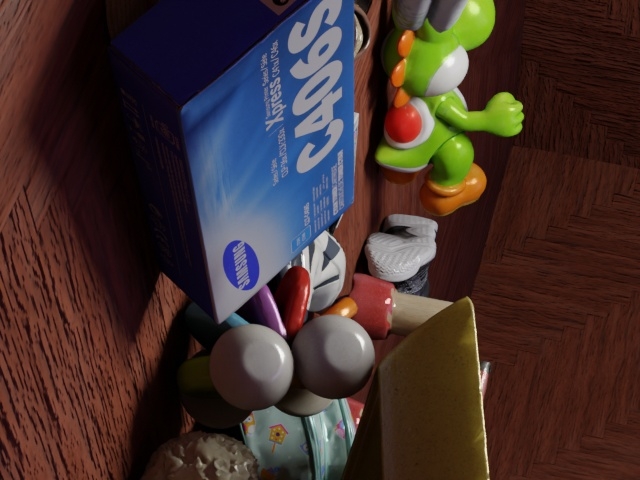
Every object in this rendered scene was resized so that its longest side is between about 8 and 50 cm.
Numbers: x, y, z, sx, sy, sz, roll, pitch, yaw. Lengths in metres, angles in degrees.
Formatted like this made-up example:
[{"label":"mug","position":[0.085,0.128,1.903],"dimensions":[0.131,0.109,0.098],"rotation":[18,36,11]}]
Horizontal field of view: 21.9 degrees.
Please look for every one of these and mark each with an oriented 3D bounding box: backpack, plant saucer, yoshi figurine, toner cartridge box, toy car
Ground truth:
[{"label":"backpack","position":[-0.036,0.203,1.667],"dimensions":[0.188,0.144,0.166],"rotation":[76,-1,-46]},{"label":"plant saucer","position":[0.070,0.269,1.453],"dimensions":[0.333,0.081,0.333],"rotation":[105,-12,-48]},{"label":"yoshi figurine","position":[0.172,-0.222,2.262],"dimensions":[0.362,0.203,0.203],"rotation":[86,3,-49]},{"label":"toner cartridge box","position":[-0.055,-0.080,1.237],"dimensions":[0.165,0.075,0.348],"rotation":[-41,160,-17]},{"label":"toy car","position":[-0.045,0.089,1.485],"dimensions":[0.159,0.182,0.136],"rotation":[142,-60,-66]}]

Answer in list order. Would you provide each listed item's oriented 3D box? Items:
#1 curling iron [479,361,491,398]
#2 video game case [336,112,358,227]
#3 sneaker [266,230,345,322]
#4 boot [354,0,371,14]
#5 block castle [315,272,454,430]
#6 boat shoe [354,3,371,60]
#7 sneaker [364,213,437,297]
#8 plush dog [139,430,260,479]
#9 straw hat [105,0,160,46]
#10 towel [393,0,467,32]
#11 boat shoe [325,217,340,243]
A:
[{"label":"curling iron","position":[0.168,0.259,1.965],"dimensions":[0.068,0.035,0.274],"rotation":[91,12,-55]},{"label":"video game case","position":[0.030,-0.089,2.084],"dimensions":[0.087,0.011,0.122],"rotation":[-65,163,-50]},{"label":"sneaker","position":[-0.042,0.044,1.627],"dimensions":[0.235,0.094,0.153],"rotation":[84,22,-59]},{"label":"boot","position":[0.028,-0.289,1.662],"dimensions":[0.106,0.082,0.219],"rotation":[-68,168,-53]},{"label":"block castle","position":[0.047,0.298,2.080],"dimensions":[0.303,0.213,0.453],"rotation":[-72,170,-49]},{"label":"boat shoe","position":[-0.024,-0.185,1.384],"dimensions":[0.342,0.123,0.123],"rotation":[-4,106,-79]},{"label":"sneaker","position":[0.119,0.059,2.462],"dimensions":[0.268,0.101,0.153],"rotation":[-53,151,-72]},{"label":"plush dog","position":[-0.074,0.316,1.373],"dimensions":[0.210,0.225,0.262],"rotation":[-28,132,-75]},{"label":"straw hat","position":[-0.099,-0.187,1.157],"dimensions":[0.144,0.061,0.144],"rotation":[12,90,-79]},{"label":"towel","position":[0.123,-0.408,1.659],"dimensions":[0.374,0.090,0.320],"rotation":[105,-18,-79]},{"label":"boat shoe","position":[0.000,0.000,1.944],"dimensions":[0.049,0.042,0.133],"rotation":[69,35,-75]}]
